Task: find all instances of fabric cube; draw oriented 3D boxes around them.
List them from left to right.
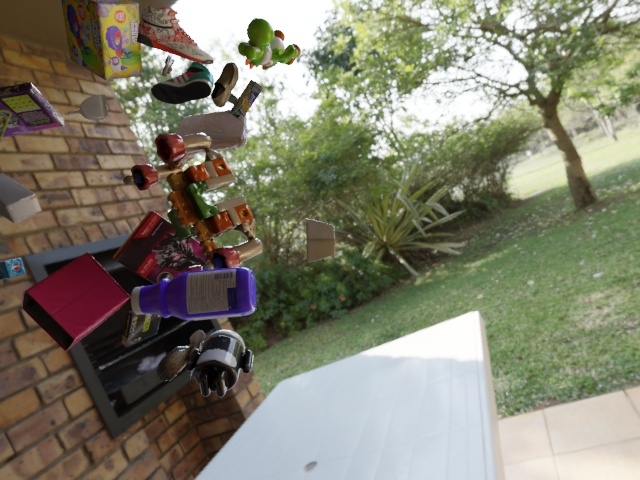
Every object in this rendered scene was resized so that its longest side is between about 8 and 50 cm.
[{"bbox_3d":[-0.984,0.247,1.704,0.254,0.259,0.258,-33,11,48],"label":"fabric cube"}]

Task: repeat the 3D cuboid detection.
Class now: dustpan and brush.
[{"bbox_3d":[-1.235,-0.687,2.227,0.211,0.147,0.060,-10,-15,-17],"label":"dustpan and brush"}]

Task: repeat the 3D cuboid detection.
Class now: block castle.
[{"bbox_3d":[-0.407,-0.082,1.324,0.303,0.452,0.213,-25,1,45],"label":"block castle"}]

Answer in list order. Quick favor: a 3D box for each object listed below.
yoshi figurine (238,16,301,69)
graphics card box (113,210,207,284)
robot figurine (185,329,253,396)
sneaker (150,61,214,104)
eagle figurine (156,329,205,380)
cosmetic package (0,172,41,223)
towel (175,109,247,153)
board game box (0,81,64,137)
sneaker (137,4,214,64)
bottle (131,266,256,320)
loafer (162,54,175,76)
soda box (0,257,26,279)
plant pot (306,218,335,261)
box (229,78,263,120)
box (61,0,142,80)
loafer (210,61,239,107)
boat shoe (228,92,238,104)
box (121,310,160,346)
[{"bbox_3d":[-0.212,-0.849,1.804,0.204,0.202,0.362,-2,22,25],"label":"yoshi figurine"},{"bbox_3d":[-0.583,0.079,1.682,0.232,0.371,0.094,-57,28,-14],"label":"graphics card box"},{"bbox_3d":[-0.395,0.481,1.672,0.173,0.209,0.278,-46,19,22],"label":"robot figurine"},{"bbox_3d":[-0.613,-0.727,1.933,0.296,0.123,0.178,-1,50,12],"label":"sneaker"},{"bbox_3d":[-0.692,0.627,2.257,0.226,0.225,0.298,-61,-19,6],"label":"eagle figurine"},{"bbox_3d":[-1.330,-0.182,1.802,0.127,0.238,0.107,-42,-25,-42],"label":"cosmetic package"},{"bbox_3d":[-0.504,-0.503,1.962,0.332,0.053,0.316,-9,44,2],"label":"towel"},{"bbox_3d":[-1.182,-0.469,1.568,0.347,0.056,0.208,-11,-26,-3],"label":"board game box"},{"bbox_3d":[-0.500,-0.735,1.509,0.270,0.144,0.090,9,22,-27],"label":"sneaker"},{"bbox_3d":[-0.300,0.132,1.014,0.283,0.118,0.092,-6,-20,-1],"label":"bottle"},{"bbox_3d":[-0.642,-0.738,1.797,0.039,0.125,0.045,21,-38,-33],"label":"loafer"},{"bbox_3d":[-1.225,0.116,1.587,0.210,0.067,0.071,-10,8,14],"label":"soda box"},{"bbox_3d":[0.000,0.000,1.433,0.097,0.108,0.109,-1,44,-1],"label":"plant pot"},{"bbox_3d":[-0.315,-0.596,1.798,0.168,0.054,0.059,-53,33,8],"label":"box"},{"bbox_3d":[-0.902,-0.863,1.758,0.177,0.279,0.289,-32,-35,-44],"label":"box"},{"bbox_3d":[-0.301,-0.492,1.329,0.056,0.147,0.050,20,3,16],"label":"loafer"},{"bbox_3d":[-0.437,-0.699,2.070,0.049,0.137,0.043,-57,-14,23],"label":"boat shoe"},{"bbox_3d":[-0.867,0.405,2.069,0.184,0.045,0.190,-16,-48,-57],"label":"box"}]
